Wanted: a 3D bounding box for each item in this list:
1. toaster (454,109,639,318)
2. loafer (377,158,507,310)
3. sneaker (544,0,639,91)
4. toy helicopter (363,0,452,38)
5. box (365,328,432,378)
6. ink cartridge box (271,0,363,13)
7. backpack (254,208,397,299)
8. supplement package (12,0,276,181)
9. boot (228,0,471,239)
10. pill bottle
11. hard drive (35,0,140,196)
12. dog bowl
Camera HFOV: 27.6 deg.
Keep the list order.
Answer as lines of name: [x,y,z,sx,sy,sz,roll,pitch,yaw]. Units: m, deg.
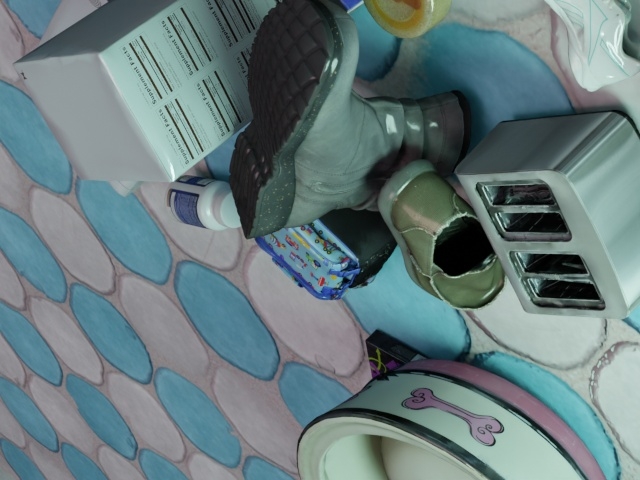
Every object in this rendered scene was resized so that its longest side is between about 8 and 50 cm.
toaster: [0.234,-0.023,1.187,0.186,0.110,0.168,1,126,54]
loafer: [0.134,0.015,1.313,0.087,0.094,0.251,48,-178,36]
sneaker: [0.222,-0.197,1.071,0.061,0.053,0.152,-10,120,41]
toy helicopter: [-0.025,-0.306,1.137,0.355,0.140,0.235,49,143,9]
box: [0.118,0.201,1.692,0.116,0.029,0.162,26,144,36]
ink cartridge box: [-0.048,-0.282,1.330,0.176,0.069,0.371,53,149,-6]
backpack: [0.000,0.000,1.534,0.158,0.117,0.173,45,153,10]
supplement package: [-0.163,-0.175,1.340,0.194,0.203,0.149,5,129,52]
boot: [0.045,-0.123,1.239,0.338,0.223,0.118,118,141,-62]
pill bottle: [-0.148,-0.049,1.730,0.120,0.067,0.067,12,134,48]
hard drive: [-0.278,-0.209,1.744,0.233,0.047,0.353,51,151,-2]
dog bowl: [0.176,0.316,1.587,0.408,0.150,0.408,29,145,23]
